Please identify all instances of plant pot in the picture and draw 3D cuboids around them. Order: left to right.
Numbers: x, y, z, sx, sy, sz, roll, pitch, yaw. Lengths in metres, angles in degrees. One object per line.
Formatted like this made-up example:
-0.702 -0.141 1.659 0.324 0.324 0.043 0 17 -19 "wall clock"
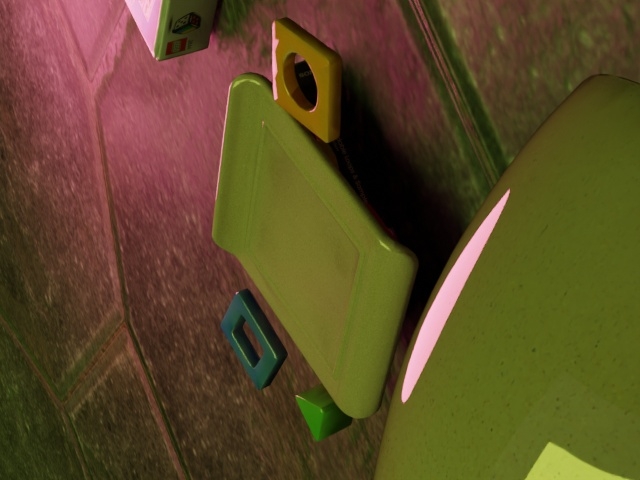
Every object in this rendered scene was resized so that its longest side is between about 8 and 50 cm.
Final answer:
0.127 0.105 0.579 0.284 0.191 0.284 48 180 -1 "plant pot"

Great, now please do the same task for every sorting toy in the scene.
0.000 0.000 1.067 0.196 0.047 0.348 50 148 30 "sorting toy"

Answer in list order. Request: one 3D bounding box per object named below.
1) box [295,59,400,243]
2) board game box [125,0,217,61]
0.001 -0.038 1.125 0.162 0.029 0.116 68 157 10 "box"
-0.125 -0.305 1.177 0.193 0.053 0.305 62 156 23 "board game box"
